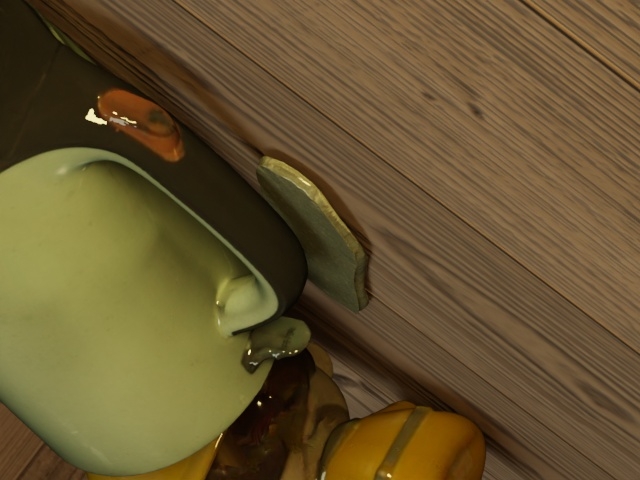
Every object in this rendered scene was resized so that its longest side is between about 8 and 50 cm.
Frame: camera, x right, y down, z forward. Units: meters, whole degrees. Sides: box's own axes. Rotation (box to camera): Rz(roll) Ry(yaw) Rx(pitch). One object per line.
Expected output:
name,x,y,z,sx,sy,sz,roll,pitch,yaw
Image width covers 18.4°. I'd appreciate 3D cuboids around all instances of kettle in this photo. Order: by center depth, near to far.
kettle,-0.121,-0.007,1.029,0.240,0.165,0.255,1,145,30

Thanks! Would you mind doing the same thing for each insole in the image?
insole,0.000,0.000,1.013,0.063,0.010,0.192,34,169,16

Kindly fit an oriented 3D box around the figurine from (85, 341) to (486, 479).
figurine,-0.026,0.127,1.227,0.257,0.192,0.167,7,129,21
